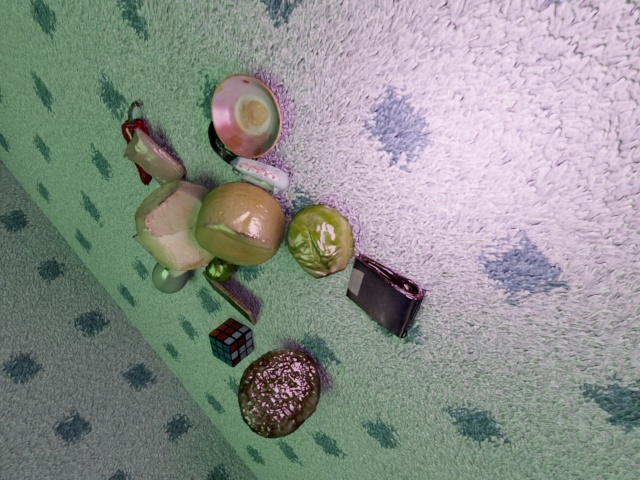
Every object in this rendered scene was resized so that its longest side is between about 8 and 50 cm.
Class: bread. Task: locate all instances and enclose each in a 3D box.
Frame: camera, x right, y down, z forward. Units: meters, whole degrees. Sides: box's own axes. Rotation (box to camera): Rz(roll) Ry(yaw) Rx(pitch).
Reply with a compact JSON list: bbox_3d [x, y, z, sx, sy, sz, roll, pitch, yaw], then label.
[{"bbox_3d":[-0.288,-0.058,1.489,0.321,0.237,0.320,12,142,9],"label":"bread"}]

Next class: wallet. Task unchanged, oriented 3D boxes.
[{"bbox_3d":[0.211,0.187,1.385,0.262,0.071,0.220,33,139,24],"label":"wallet"}]

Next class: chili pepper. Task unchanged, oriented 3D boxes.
[{"bbox_3d":[-0.808,-0.420,1.810,0.110,0.110,0.387,20,128,30],"label":"chili pepper"}]

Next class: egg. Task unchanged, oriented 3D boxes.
[{"bbox_3d":[-0.782,0.171,2.129,0.183,0.183,0.264,43,132,9],"label":"egg"}]

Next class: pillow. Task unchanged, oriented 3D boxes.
[{"bbox_3d":[-0.720,-0.340,1.756,0.173,0.067,0.270,-33,118,30],"label":"pillow"}]

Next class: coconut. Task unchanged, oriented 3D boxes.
[{"bbox_3d":[-0.552,-0.049,1.679,0.347,0.346,0.360,1,138,40],"label":"coconut"}]

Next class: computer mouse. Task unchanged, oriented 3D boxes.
[{"bbox_3d":[-0.322,-0.351,1.448,0.233,0.096,0.137,38,135,16],"label":"computer mouse"}]

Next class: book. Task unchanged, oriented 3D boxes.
[{"bbox_3d":[-0.439,0.284,1.972,0.310,0.021,0.217,38,158,16],"label":"book"}]

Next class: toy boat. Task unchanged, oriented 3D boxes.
[{"bbox_3d":[-0.210,-0.216,1.394,0.208,0.078,0.134,18,168,-6],"label":"toy boat"}]

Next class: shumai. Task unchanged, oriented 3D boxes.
[{"bbox_3d":[-0.186,0.703,1.910,0.395,0.395,0.348,43,162,10],"label":"shumai"}]

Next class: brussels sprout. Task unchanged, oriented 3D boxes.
[{"bbox_3d":[0.000,0.000,1.337,0.244,0.244,0.244,22,130,29],"label":"brussels sprout"}]

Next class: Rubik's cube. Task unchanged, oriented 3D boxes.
[{"bbox_3d":[-0.461,0.529,2.114,0.161,0.163,0.162,19,125,31],"label":"Rubik's cube"}]

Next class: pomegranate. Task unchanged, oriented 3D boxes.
[{"bbox_3d":[-0.475,0.132,1.884,0.143,0.122,0.169,50,136,-2],"label":"pomegranate"}]

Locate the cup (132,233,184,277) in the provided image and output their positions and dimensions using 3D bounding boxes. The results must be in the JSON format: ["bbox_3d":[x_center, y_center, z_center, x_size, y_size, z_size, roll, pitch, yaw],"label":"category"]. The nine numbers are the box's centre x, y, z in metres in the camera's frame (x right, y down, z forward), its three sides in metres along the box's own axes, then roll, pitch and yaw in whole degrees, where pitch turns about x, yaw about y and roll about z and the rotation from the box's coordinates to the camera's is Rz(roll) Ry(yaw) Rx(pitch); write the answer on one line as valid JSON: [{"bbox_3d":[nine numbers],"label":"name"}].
[{"bbox_3d":[-0.705,0.018,1.930,0.253,0.253,0.273,-17,112,45],"label":"cup"}]

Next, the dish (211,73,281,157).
[{"bbox_3d":[-0.224,-0.404,1.317,0.261,0.085,0.260,11,119,21],"label":"dish"}]
